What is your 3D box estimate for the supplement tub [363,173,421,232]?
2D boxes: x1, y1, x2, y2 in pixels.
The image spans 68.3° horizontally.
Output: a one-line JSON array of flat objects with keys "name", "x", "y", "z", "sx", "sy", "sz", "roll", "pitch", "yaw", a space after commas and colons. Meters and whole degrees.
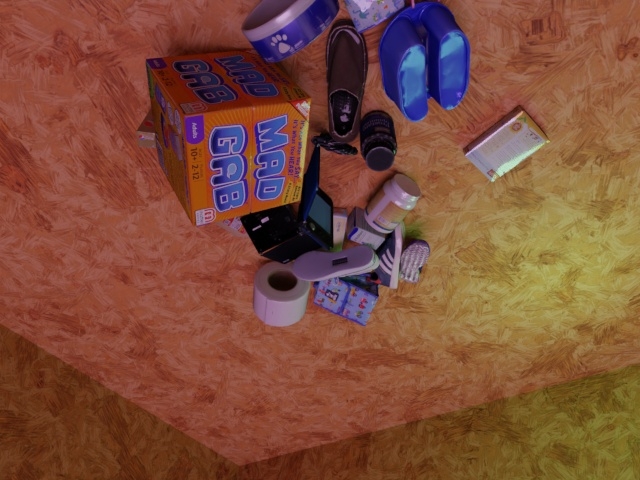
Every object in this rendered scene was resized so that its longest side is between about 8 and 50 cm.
[{"name": "supplement tub", "x": 0.272, "y": -0.140, "z": 1.790, "sx": 0.144, "sy": 0.144, "sz": 0.200, "roll": 24, "pitch": 129, "yaw": -19}]

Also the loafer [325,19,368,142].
[{"name": "loafer", "x": 0.084, "y": -0.478, "z": 1.445, "sx": 0.133, "sy": 0.130, "sz": 0.366, "roll": -2, "pitch": 109, "yaw": 3}]

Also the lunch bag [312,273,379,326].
[{"name": "lunch bag", "x": 0.108, "y": 0.237, "z": 2.170, "sx": 0.293, "sy": 0.138, "sz": 0.221, "roll": 18, "pitch": 132, "yaw": 3}]

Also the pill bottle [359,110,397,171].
[{"name": "pill bottle", "x": 0.192, "y": -0.329, "z": 1.571, "sx": 0.122, "sy": 0.219, "sz": 0.123, "roll": 1, "pitch": 132, "yaw": 1}]

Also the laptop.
[{"name": "laptop", "x": -0.152, "y": -0.035, "z": 1.919, "sx": 0.234, "sy": 0.136, "sz": 0.264, "roll": -26, "pitch": 96, "yaw": 28}]

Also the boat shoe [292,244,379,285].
[{"name": "boat shoe", "x": 0.071, "y": 0.107, "z": 1.955, "sx": 0.367, "sy": 0.136, "sz": 0.156, "roll": -14, "pitch": 153, "yaw": 21}]

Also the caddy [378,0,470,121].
[{"name": "caddy", "x": 0.306, "y": -0.530, "z": 1.413, "sx": 0.241, "sy": 0.179, "sz": 0.341, "roll": -21, "pitch": 144, "yaw": 0}]

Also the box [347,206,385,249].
[{"name": "box", "x": 0.181, "y": -0.049, "z": 1.888, "sx": 0.137, "sy": 0.126, "sz": 0.072, "roll": 22, "pitch": 131, "yaw": -17}]

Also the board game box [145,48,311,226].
[{"name": "board game box", "x": -0.279, "y": -0.319, "z": 1.419, "sx": 0.356, "sy": 0.356, "sz": 0.357, "roll": -16, "pitch": 138, "yaw": -26}]

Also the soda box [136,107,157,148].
[{"name": "soda box", "x": -0.554, "y": -0.380, "z": 1.575, "sx": 0.061, "sy": 0.181, "sz": 0.058, "roll": 6, "pitch": 132, "yaw": -4}]

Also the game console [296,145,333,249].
[{"name": "game console", "x": 0.013, "y": -0.160, "z": 1.680, "sx": 0.173, "sy": 0.293, "sz": 0.250, "roll": -32, "pitch": 124, "yaw": 27}]

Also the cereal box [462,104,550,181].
[{"name": "cereal box", "x": 0.652, "y": -0.335, "z": 1.666, "sx": 0.173, "sy": 0.047, "sz": 0.240, "roll": 35, "pitch": 125, "yaw": -26}]

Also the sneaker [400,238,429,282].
[{"name": "sneaker", "x": 0.393, "y": 0.050, "z": 1.954, "sx": 0.102, "sy": 0.146, "sz": 0.293, "roll": 17, "pitch": 150, "yaw": 9}]

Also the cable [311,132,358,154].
[{"name": "cable", "x": 0.059, "y": -0.329, "z": 1.612, "sx": 0.150, "sy": 0.184, "sz": 0.047, "roll": 22, "pitch": 108, "yaw": 19}]

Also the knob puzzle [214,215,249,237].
[{"name": "knob puzzle", "x": -0.306, "y": -0.084, "z": 1.937, "sx": 0.213, "sy": 0.030, "sz": 0.213, "roll": 1, "pitch": 131, "yaw": 1}]

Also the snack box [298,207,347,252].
[{"name": "snack box", "x": 0.000, "y": 0.000, "z": 1.982, "sx": 0.187, "sy": 0.060, "sz": 0.322, "roll": 5, "pitch": 132, "yaw": -3}]

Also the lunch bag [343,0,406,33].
[{"name": "lunch bag", "x": 0.150, "y": -0.687, "z": 1.333, "sx": 0.151, "sy": 0.096, "sz": 0.129, "roll": -15, "pitch": 130, "yaw": 28}]

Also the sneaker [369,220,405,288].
[{"name": "sneaker", "x": 0.269, "y": 0.056, "z": 1.986, "sx": 0.148, "sy": 0.131, "sz": 0.350, "roll": 11, "pitch": 126, "yaw": 13}]

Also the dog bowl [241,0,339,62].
[{"name": "dog bowl", "x": -0.083, "y": -0.615, "z": 1.292, "sx": 0.264, "sy": 0.265, "sz": 0.104, "roll": -24, "pitch": 130, "yaw": 22}]

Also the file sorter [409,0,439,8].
[{"name": "file sorter", "x": 0.353, "y": -0.745, "z": 1.215, "sx": 0.290, "sy": 0.182, "sz": 0.202, "roll": -10, "pitch": 131, "yaw": 11}]

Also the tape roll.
[{"name": "tape roll", "x": -0.173, "y": 0.230, "z": 2.074, "sx": 0.246, "sy": 0.246, "sz": 0.169, "roll": 7, "pitch": 131, "yaw": -4}]
